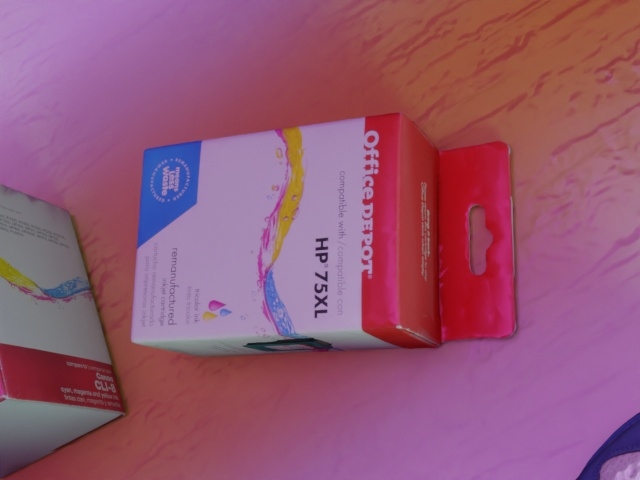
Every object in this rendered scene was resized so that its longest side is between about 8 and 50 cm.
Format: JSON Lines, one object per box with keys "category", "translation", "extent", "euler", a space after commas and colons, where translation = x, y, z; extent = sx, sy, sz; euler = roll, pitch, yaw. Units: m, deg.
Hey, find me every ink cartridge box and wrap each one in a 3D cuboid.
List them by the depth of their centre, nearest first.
{"category": "ink cartridge box", "translation": [0.000, 0.000, 0.618], "extent": [0.231, 0.078, 0.134], "euler": [-6, 74, 24]}
{"category": "ink cartridge box", "translation": [-0.243, 0.062, 0.691], "extent": [0.128, 0.127, 0.176], "euler": [-28, 66, 17]}

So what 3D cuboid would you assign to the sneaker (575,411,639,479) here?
{"category": "sneaker", "translation": [0.121, 0.203, 0.477], "extent": [0.112, 0.131, 0.296], "euler": [35, 91, 31]}
